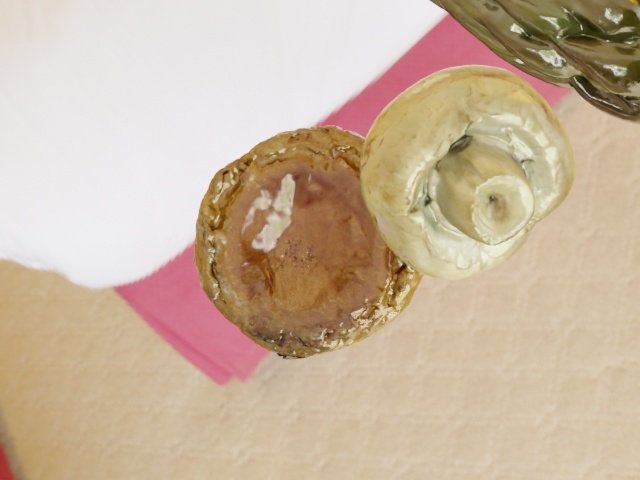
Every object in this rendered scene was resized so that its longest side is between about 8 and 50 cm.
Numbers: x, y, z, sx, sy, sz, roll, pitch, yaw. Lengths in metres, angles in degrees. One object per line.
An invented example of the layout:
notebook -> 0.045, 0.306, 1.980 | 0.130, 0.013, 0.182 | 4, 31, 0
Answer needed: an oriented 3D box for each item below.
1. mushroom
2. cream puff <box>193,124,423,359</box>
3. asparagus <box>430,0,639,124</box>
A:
mushroom -> 0.095, -0.043, 0.781 | 0.148, 0.148, 0.112 | -50, 30, 3
cream puff -> 0.000, 0.000, 0.966 | 0.183, 0.169, 0.183 | 0, 92, 9
asparagus -> 0.175, -0.085, 0.549 | 0.080, 0.287, 0.080 | -164, 90, -78
